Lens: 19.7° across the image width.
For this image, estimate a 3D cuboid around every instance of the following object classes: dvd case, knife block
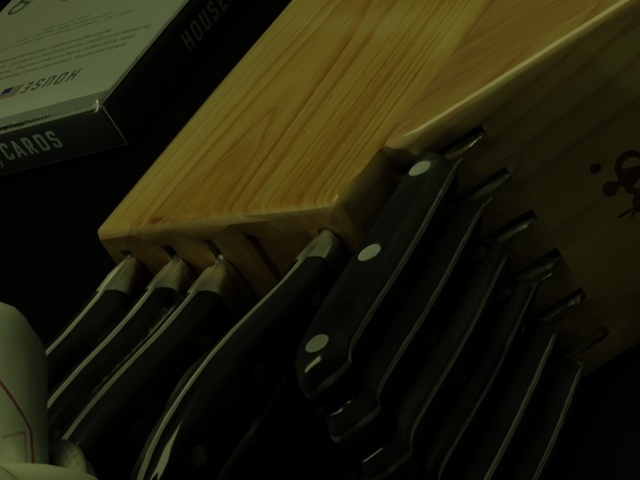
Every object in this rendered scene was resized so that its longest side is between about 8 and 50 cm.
[{"bbox_3d":[-0.104,-0.113,0.916,0.179,0.029,0.239,-10,34,40],"label":"dvd case"},{"bbox_3d":[0.000,0.000,0.521,0.242,0.088,0.276,-31,26,4],"label":"knife block"}]

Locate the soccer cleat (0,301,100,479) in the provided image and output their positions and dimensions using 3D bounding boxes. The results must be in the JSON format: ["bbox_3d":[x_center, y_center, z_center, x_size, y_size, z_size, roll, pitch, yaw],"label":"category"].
[{"bbox_3d":[-0.081,0.092,0.324,0.143,0.116,0.331,-59,41,9],"label":"soccer cleat"}]
